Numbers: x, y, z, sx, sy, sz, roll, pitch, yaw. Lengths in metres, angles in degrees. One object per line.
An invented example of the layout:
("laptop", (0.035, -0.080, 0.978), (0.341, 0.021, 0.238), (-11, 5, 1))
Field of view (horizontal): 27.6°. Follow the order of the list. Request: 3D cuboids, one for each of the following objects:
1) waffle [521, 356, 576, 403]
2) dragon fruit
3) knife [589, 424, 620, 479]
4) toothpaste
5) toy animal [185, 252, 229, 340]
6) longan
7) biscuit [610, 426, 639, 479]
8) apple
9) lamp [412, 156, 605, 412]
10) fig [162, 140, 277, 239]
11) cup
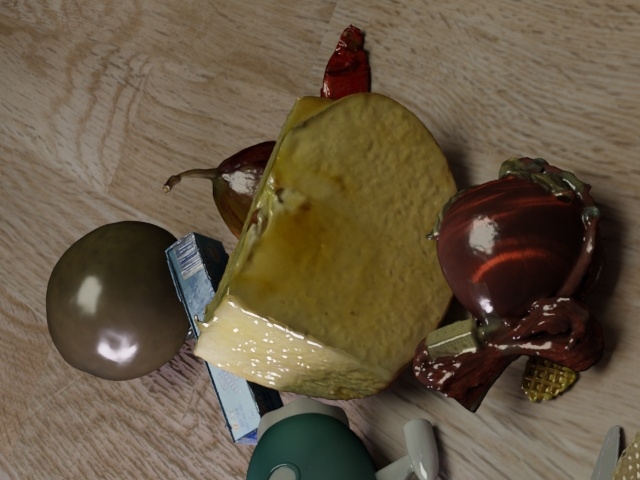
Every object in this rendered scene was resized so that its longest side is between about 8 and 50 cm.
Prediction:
("waffle", (0.228, 0.116, 1.295), (0.078, 0.016, 0.085), (-31, 51, 39))
("dragon fruit", (0.024, -0.227, 1.705), (0.097, 0.063, 0.131), (4, 78, 55))
("knife", (0.235, 0.286, 1.188), (0.058, 0.032, 0.244), (-159, 91, -80))
("toothpaste", (-0.115, 0.118, 1.587), (0.053, 0.066, 0.272), (-33, 63, 20))
("toy animal", (-0.098, 0.095, 1.676), (0.146, 0.115, 0.245), (-63, 35, 11))
("longan", (-0.285, 0.085, 1.865), (0.248, 0.248, 0.248), (-29, 52, 45))
("biscuit", (0.322, 0.253, 1.057), (0.239, 0.062, 0.108), (44, 112, 55))
("apple", (0.000, 0.000, 1.467), (0.314, 0.252, 0.309), (2, 55, 34))
("lamp", (0.176, 0.030, 1.273), (0.215, 0.151, 0.223), (-24, 44, 32))
("fig", (-0.074, -0.066, 1.683), (0.148, 0.202, 0.149), (-55, -1, 0))
("cup", (-0.009, 0.272, 1.433), (0.300, 0.167, 0.173), (-27, 40, 13))
